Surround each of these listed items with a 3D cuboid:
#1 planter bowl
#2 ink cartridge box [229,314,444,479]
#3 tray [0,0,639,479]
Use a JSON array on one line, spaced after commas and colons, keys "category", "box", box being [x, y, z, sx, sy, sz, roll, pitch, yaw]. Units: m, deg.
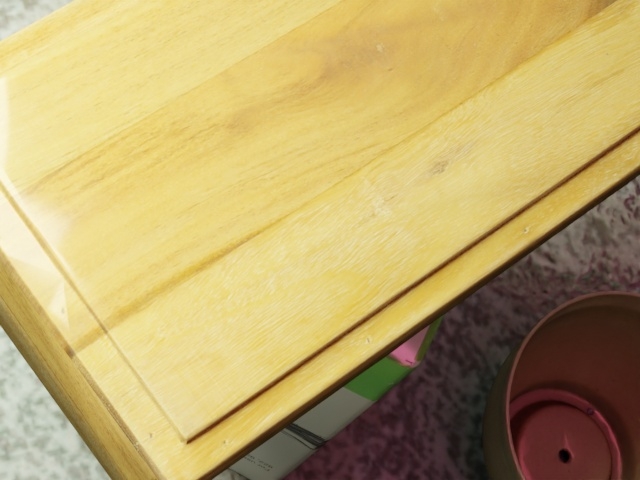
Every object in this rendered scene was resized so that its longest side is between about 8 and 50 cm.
[{"category": "planter bowl", "box": [0.164, 0.123, 1.153, 0.162, 0.109, 0.162, 6, 70, -17]}, {"category": "ink cartridge box", "box": [0.000, 0.000, 1.045, 0.115, 0.273, 0.198, 29, 65, -6]}, {"category": "tray", "box": [0.030, -0.071, 0.889, 0.411, 0.076, 0.203, -34, 84, -26]}]
